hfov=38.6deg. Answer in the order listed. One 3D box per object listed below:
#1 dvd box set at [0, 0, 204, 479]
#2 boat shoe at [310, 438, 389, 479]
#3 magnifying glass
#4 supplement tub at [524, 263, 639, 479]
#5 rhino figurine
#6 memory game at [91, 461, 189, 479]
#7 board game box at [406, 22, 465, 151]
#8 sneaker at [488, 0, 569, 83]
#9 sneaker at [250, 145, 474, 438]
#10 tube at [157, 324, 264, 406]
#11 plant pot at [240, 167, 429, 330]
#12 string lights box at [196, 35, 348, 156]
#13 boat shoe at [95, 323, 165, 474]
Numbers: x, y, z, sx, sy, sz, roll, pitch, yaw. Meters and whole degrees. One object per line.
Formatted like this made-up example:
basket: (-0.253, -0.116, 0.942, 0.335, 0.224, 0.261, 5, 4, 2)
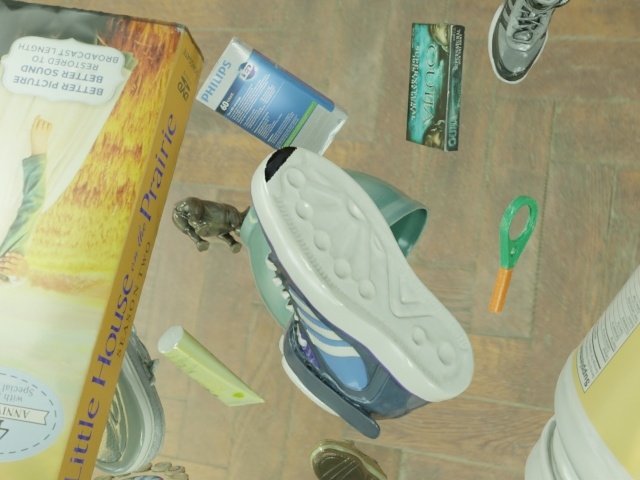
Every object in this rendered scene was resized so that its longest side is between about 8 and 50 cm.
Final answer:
dvd box set: (-0.278, 0.030, 0.621, 0.307, 0.062, 0.420, 10, 75, 10)
boat shoe: (0.038, 0.323, 1.329, 0.068, 0.190, 0.072, -27, 48, 12)
magnifying glass: (0.352, 0.026, 1.699, 0.026, 0.092, 0.231, 26, 114, 41)
supplement tub: (0.308, 0.092, 0.603, 0.241, 0.241, 0.331, 39, 120, 21)
rhino figurine: (-0.183, -0.032, 1.735, 0.106, 0.243, 0.073, 47, 113, 29)
memory game: (-0.311, 0.406, 1.519, 0.186, 0.186, 0.012, -4, 98, 20)
board game box: (0.173, -0.236, 1.392, 0.026, 0.126, 0.186, -5, 105, -22)
sneaker: (0.356, -0.388, 1.548, 0.101, 0.153, 0.268, 15, 112, 0)
sneaker: (-0.009, 0.069, 0.980, 0.323, 0.130, 0.236, 49, 141, -14)
tube: (-0.208, 0.250, 1.724, 0.062, 0.240, 0.070, -45, 37, -5)
plant pot: (0.000, 0.000, 1.423, 0.196, 0.293, 0.293, 42, 97, 16)
string lights box: (-0.090, -0.258, 1.734, 0.259, 0.077, 0.133, 33, 105, -12)
boat shoe: (-0.225, 0.109, 0.927, 0.320, 0.103, 0.118, 41, 112, 45)
